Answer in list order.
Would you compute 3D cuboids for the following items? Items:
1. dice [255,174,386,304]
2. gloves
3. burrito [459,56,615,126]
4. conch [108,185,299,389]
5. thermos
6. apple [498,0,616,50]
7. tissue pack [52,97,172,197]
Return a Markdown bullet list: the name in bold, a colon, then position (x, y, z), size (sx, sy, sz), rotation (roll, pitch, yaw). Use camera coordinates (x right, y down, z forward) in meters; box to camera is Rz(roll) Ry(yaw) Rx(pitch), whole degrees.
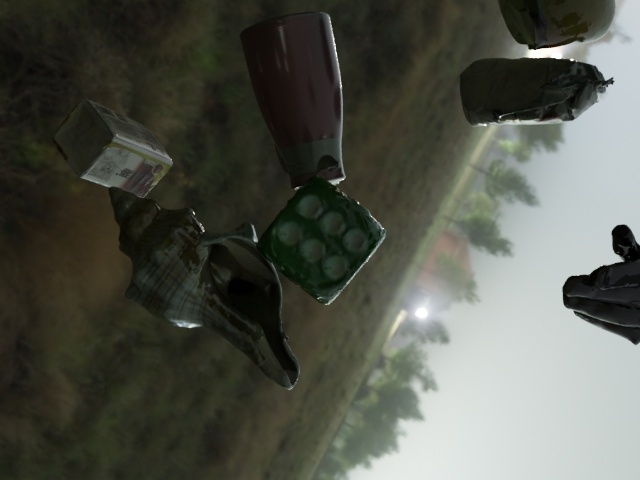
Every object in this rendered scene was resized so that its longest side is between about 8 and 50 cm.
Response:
- **dice**: position (0.000, 0.000, 1.181), size (0.131, 0.128, 0.120), rotation (-49, 178, -3)
- **gloves**: position (0.399, 0.062, 1.131), size (0.285, 0.119, 0.142), rotation (11, 77, -45)
- **burrito**: position (0.374, -0.268, 1.642), size (0.139, 0.101, 0.445), rotation (-61, -158, -1)
- **conch**: position (-0.167, 0.055, 1.359), size (0.203, 0.386, 0.169), rotation (-46, -159, 3)
- **thermos**: position (-0.035, -0.211, 1.450), size (0.176, 0.146, 0.265), rotation (-6, -83, 64)
- **apple**: position (0.382, -0.408, 1.478), size (0.207, 0.173, 0.188), rotation (-18, 101, -51)
- **tissue pack**: position (-0.331, -0.142, 1.451), size (0.099, 0.106, 0.148), rotation (-47, 151, 12)
